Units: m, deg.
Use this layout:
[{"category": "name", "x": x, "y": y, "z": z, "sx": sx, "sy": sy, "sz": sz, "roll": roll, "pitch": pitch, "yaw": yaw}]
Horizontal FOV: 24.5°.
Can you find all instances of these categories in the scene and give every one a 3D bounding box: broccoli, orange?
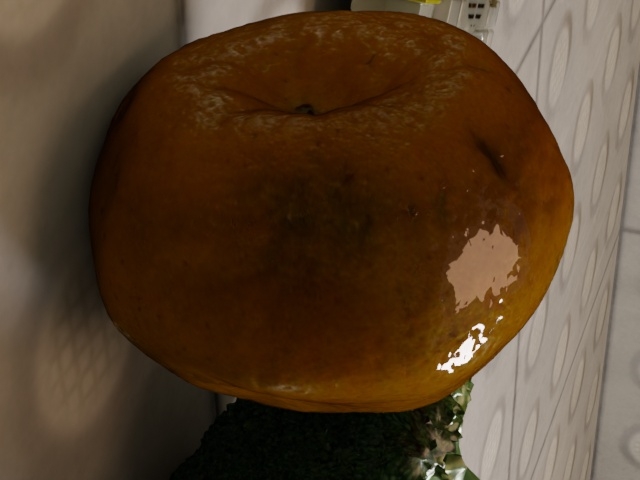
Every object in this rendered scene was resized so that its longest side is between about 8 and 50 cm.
[{"category": "broccoli", "x": 0.028, "y": 0.191, "z": 0.914, "sx": 0.308, "sy": 0.275, "sz": 0.308, "roll": -169, "pitch": -90, "yaw": -87}, {"category": "orange", "x": 0.000, "y": 0.000, "z": 0.767, "sx": 0.249, "sy": 0.248, "sz": 0.183, "roll": -58, "pitch": 147, "yaw": -49}]

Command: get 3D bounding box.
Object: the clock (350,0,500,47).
[{"category": "clock", "x": 0.067, "y": -0.149, "z": 1.121, "sx": 0.220, "sy": 0.106, "sz": 0.255, "roll": -20, "pitch": 125, "yaw": -69}]
